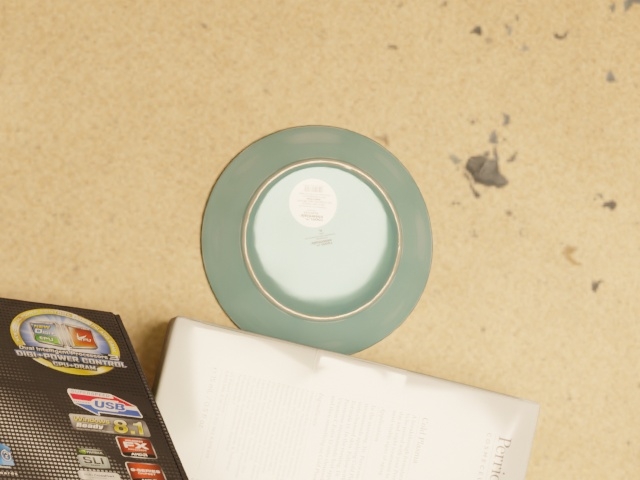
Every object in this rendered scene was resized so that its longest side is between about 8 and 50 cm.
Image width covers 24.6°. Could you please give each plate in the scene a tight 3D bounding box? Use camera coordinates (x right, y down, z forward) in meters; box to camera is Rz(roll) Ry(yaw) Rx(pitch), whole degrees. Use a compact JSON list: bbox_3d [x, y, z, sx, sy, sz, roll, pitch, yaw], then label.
[{"bbox_3d":[0.000,0.000,1.156,0.188,0.024,0.188,1,85,-10],"label":"plate"}]

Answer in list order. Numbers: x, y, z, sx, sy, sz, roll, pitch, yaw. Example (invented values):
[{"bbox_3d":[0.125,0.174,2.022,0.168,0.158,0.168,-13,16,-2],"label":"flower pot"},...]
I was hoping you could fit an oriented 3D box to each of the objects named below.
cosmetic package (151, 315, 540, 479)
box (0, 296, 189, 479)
[{"bbox_3d":[-0.018,0.270,1.089,0.284,0.097,0.377,15,83,-7],"label":"cosmetic package"},{"bbox_3d":[-0.240,0.113,0.969,0.270,0.216,0.060,10,117,-28],"label":"box"}]
